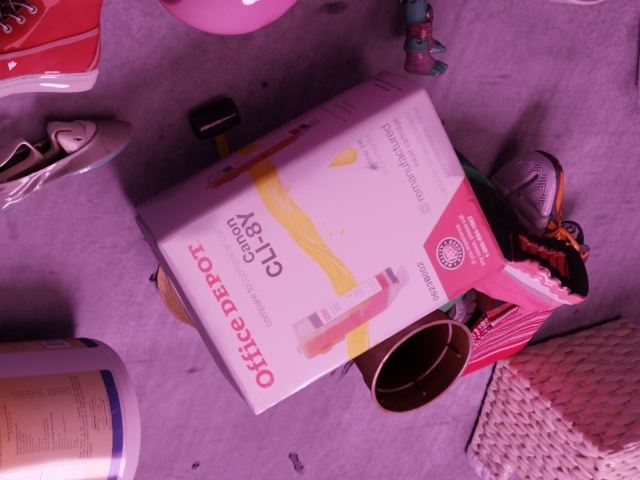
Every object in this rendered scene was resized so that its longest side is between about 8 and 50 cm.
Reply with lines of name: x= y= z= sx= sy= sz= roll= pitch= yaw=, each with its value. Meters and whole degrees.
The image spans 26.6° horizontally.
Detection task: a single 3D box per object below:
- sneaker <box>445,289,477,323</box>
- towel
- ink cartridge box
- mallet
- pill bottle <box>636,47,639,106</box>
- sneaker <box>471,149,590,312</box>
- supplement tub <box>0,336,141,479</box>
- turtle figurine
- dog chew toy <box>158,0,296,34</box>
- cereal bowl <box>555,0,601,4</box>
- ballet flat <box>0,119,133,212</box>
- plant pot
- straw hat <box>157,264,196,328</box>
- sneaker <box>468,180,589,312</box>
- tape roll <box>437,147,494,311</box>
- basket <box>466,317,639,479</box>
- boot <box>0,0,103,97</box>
sneaker: x=0.182 y=0.143 z=2.185 sx=0.075 sy=0.063 sz=0.170 roll=14 pitch=115 yaw=-37
towel: x=0.307 y=0.147 z=2.217 sx=0.199 sy=0.031 sz=0.275 roll=-23 pitch=161 yaw=-24
ink cartridge box: x=0.000 y=0.000 z=1.731 sx=0.385 sy=0.160 sz=0.279 roll=-30 pitch=112 yaw=-7
mallet: x=-0.115 y=-0.111 z=1.773 sx=0.062 sy=0.039 sz=0.189 roll=-31 pitch=141 yaw=-6
pill bottle: x=0.541 y=-0.251 z=2.084 sx=0.103 sy=0.103 sz=0.184 roll=-25 pitch=136 yaw=-17
sneaker: x=0.347 y=-0.028 z=2.134 sx=0.180 sy=0.124 sz=0.321 roll=-18 pitch=144 yaw=-30
supplement tub: x=-0.412 y=0.242 z=1.703 sx=0.316 sy=0.228 sz=0.228 roll=-1 pitch=124 yaw=-36
turtle figurine: x=0.137 y=-0.337 z=1.713 sx=0.175 sy=0.118 sz=0.234 roll=-54 pitch=151 yaw=-54
dog chew toy: x=-0.037 y=-0.352 z=1.511 sx=0.332 sy=0.206 sz=0.206 roll=-21 pitch=135 yaw=-32
cereal bowl: x=0.283 y=-0.460 z=1.648 sx=0.339 sy=0.141 sz=0.339 roll=-16 pitch=111 yaw=-47
ballet flat: x=-0.322 y=-0.102 z=1.599 sx=0.213 sy=0.072 sz=0.068 roll=-29 pitch=133 yaw=-12
plant pot: x=0.102 y=0.133 z=1.923 sx=0.167 sy=0.165 sz=0.167 roll=-20 pitch=133 yaw=-23
straw hat: x=-0.148 y=0.047 z=1.853 sx=0.144 sy=0.144 sz=0.061 roll=-65 pitch=173 yaw=24
sneaker: x=0.251 y=0.029 z=1.976 sx=0.314 sy=0.116 sz=0.136 roll=32 pitch=134 yaw=-30
tape roll: x=0.115 y=0.004 z=2.005 sx=0.321 sy=0.077 sz=0.321 roll=-19 pitch=133 yaw=-22
basket: x=0.487 y=0.349 z=2.390 sx=0.331 sy=0.328 sz=0.266 roll=-13 pitch=127 yaw=-27
boot: x=-0.341 y=-0.244 z=1.457 sx=0.244 sy=0.088 sz=0.176 roll=-13 pitch=131 yaw=-39
